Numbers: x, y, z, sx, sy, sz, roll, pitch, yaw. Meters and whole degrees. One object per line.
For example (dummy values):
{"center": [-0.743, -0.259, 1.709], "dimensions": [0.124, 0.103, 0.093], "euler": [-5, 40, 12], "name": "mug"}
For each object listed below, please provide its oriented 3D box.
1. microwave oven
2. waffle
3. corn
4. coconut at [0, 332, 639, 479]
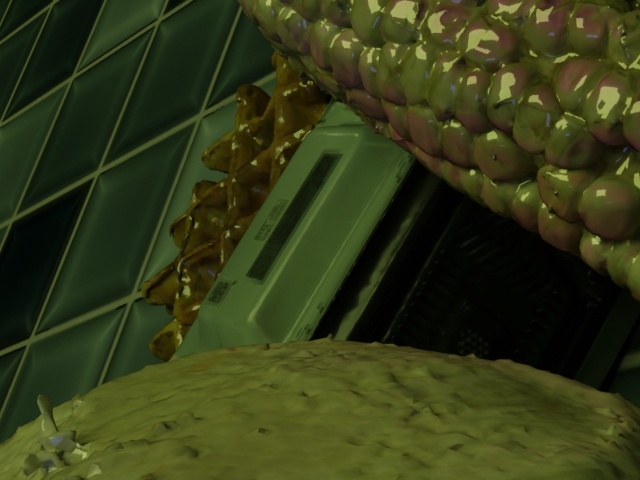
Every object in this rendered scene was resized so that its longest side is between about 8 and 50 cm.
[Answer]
{"center": [0.031, 0.054, 0.762], "dimensions": [0.208, 0.162, 0.122], "euler": [-59, 26, -13], "name": "microwave oven"}
{"center": [0.000, 0.000, 0.989], "dimensions": [0.260, 0.069, 0.293], "euler": [-62, 28, -4], "name": "waffle"}
{"center": [0.105, -0.048, 0.623], "dimensions": [0.335, 0.126, 0.127], "euler": [29, 86, 28], "name": "corn"}
{"center": [0.012, 0.170, 0.514], "dimensions": [0.297, 0.254, 0.297], "euler": [5, 96, 58], "name": "coconut"}
